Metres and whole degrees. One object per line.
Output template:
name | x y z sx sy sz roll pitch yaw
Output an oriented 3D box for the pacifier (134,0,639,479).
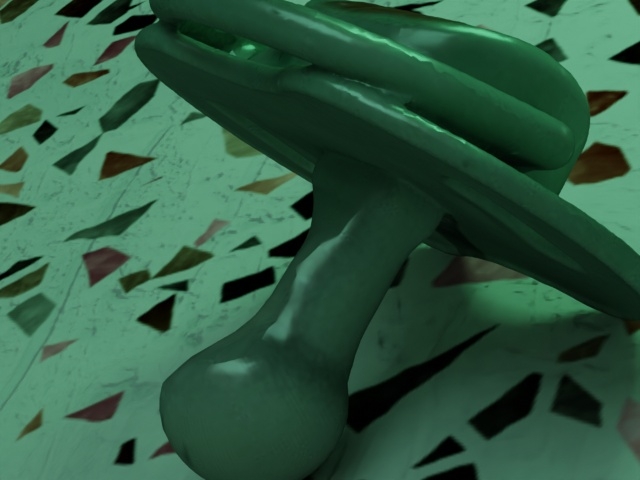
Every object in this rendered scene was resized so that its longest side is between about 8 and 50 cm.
pacifier | 0.000 0.000 0.973 0.343 0.288 0.269 17 75 56
